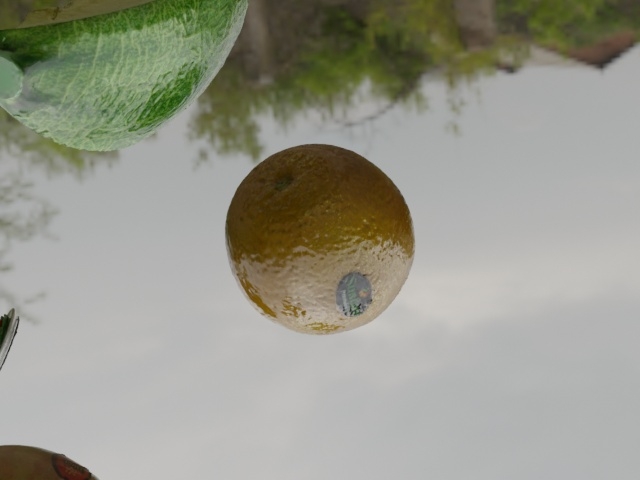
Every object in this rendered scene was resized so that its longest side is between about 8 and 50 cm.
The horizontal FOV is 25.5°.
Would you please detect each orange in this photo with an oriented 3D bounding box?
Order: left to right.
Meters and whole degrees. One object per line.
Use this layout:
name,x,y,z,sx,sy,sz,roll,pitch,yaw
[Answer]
orange,0.000,0.000,1.629,0.236,0.236,0.236,-6,-171,1

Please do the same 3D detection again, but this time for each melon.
melon,-0.190,-0.172,1.328,0.124,0.196,0.323,34,-149,10

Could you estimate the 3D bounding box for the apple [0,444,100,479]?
apple,-0.477,0.506,2.158,0.391,0.392,0.346,-7,158,-7

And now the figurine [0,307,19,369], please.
figurine,-0.483,0.122,1.820,0.153,0.132,0.132,25,-179,-16
